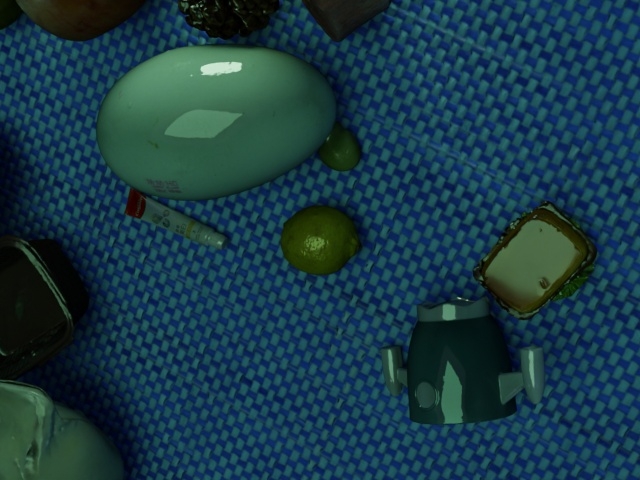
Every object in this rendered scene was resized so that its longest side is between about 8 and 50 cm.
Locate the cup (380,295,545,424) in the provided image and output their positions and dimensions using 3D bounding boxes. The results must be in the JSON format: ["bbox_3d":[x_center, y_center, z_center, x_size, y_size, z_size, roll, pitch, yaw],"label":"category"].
[{"bbox_3d":[0.202,0.173,1.638,0.299,0.167,0.173,-5,91,46],"label":"cup"}]

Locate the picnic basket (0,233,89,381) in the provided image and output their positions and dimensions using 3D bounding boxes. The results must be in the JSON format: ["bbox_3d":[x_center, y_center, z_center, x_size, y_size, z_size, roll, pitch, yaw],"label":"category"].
[{"bbox_3d":[-0.527,0.118,1.898,0.297,0.129,0.222,-31,92,24],"label":"picnic basket"}]

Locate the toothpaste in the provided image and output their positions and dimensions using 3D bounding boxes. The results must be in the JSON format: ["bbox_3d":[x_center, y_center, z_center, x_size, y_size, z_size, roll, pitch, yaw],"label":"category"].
[{"bbox_3d":[-0.238,-0.031,1.816,0.190,0.031,0.048,23,112,16],"label":"toothpaste"}]

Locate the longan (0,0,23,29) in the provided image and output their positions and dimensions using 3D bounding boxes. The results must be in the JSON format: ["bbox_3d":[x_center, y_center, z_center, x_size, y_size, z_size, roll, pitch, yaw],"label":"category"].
[{"bbox_3d":[-0.549,-0.415,1.777,0.176,0.145,0.155,15,80,19],"label":"longan"}]

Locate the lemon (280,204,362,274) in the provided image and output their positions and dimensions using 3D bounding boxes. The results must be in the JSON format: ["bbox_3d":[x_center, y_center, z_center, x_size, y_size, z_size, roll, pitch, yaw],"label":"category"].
[{"bbox_3d":[0.000,0.000,1.695,0.133,0.109,0.109,14,106,21],"label":"lemon"}]

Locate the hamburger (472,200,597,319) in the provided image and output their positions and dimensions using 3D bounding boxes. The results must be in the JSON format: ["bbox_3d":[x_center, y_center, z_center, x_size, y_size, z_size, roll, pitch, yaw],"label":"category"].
[{"bbox_3d":[0.312,0.032,1.601,0.137,0.087,0.166,46,109,2],"label":"hamburger"}]

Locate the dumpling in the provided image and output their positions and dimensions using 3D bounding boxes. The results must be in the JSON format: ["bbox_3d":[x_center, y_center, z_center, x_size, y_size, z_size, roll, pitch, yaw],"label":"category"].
[{"bbox_3d":[-0.495,0.373,1.881,0.315,0.233,0.395,14,140,25],"label":"dumpling"}]

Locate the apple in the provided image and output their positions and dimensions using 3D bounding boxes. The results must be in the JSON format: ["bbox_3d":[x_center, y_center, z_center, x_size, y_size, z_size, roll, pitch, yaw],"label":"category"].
[{"bbox_3d":[-0.337,-0.458,1.632,0.163,0.251,0.293,-13,98,31],"label":"apple"}]

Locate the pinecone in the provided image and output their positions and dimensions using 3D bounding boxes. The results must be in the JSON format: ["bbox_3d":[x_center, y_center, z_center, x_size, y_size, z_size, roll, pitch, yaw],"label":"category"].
[{"bbox_3d":[-0.141,-0.372,1.642,0.173,0.173,0.174,4,104,19],"label":"pinecone"}]

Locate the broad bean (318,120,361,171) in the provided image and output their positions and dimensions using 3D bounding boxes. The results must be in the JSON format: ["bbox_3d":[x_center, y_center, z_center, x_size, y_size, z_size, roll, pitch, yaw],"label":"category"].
[{"bbox_3d":[0.025,-0.143,1.691,0.063,0.045,0.083,-29,99,11],"label":"broad bean"}]

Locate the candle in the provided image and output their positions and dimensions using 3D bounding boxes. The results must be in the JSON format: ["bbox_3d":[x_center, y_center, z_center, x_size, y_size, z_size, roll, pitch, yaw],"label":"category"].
[{"bbox_3d":[-0.044,-0.438,1.527,0.131,0.317,0.287,-34,48,0],"label":"candle"}]

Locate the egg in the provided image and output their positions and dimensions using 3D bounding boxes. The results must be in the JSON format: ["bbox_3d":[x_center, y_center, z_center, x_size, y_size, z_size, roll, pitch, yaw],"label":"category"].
[{"bbox_3d":[-0.157,-0.178,1.645,0.371,0.230,0.230,-8,99,17],"label":"egg"}]
